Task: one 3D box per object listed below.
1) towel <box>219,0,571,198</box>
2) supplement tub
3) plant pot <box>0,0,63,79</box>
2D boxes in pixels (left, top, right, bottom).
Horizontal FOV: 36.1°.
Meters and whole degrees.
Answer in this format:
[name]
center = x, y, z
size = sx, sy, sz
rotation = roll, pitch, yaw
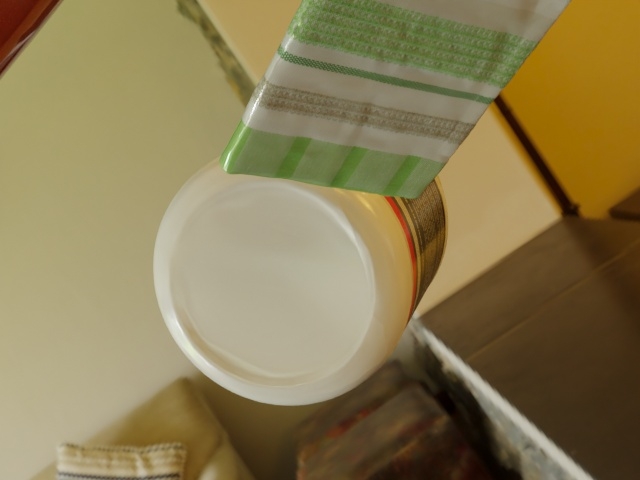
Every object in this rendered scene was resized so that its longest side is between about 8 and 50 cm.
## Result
[towel]
center = 0.032, -0.079, 0.426
size = 0.113, 0.023, 0.152
rotation = 8, -42, -29
[supplement tub]
center = 0.000, 0.000, 0.796
size = 0.191, 0.191, 0.272
rotation = -33, 3, 20
[plant pot]
center = -0.342, -0.252, 0.859
size = 0.265, 0.272, 0.272
rotation = -48, 6, -5
